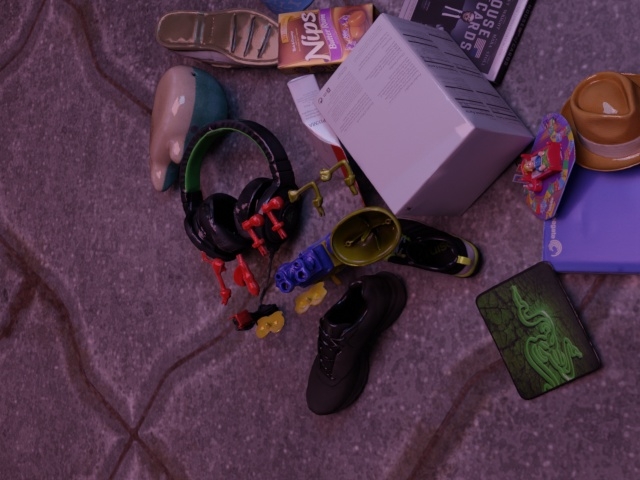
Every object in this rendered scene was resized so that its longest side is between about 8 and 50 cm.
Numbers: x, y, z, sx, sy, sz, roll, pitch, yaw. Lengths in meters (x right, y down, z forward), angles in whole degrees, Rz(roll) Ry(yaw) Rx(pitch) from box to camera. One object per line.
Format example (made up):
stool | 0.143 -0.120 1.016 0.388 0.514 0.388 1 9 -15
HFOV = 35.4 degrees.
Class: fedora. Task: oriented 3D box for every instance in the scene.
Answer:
fedora | 0.439 -0.197 1.520 0.194 0.079 0.194 -18 51 25

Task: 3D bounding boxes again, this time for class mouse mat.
mouse mat | 0.342 0.144 1.595 0.153 0.007 0.189 -33 76 34

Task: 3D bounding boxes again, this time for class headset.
headset | -0.158 -0.032 1.897 0.243 0.185 0.394 -16 91 34

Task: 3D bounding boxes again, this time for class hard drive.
hard drive | 0.494 -0.053 1.515 0.319 0.040 0.210 0 84 36

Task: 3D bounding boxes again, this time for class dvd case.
dvd case | 0.245 -0.391 1.751 0.239 0.029 0.179 28 101 36

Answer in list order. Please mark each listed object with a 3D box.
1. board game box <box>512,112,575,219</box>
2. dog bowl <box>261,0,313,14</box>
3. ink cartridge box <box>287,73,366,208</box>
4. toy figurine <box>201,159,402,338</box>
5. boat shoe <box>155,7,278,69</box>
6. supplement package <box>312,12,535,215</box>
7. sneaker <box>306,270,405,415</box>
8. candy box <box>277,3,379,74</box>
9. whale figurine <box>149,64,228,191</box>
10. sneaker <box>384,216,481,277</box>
board game box | 0.344 -0.116 1.577 0.133 0.033 0.168 -109 27 -54
dog bowl | -0.048 -0.591 1.964 0.166 0.074 0.297 34 104 34
ink cartridge box | 0.018 -0.156 1.785 0.066 0.189 0.232 -18 70 5
toy figurine | 0.000 0.000 1.757 0.362 0.217 0.191 -35 85 27
boat shoe | -0.176 -0.402 2.014 0.302 0.103 0.113 15 88 22
supplement package | 0.168 -0.200 1.658 0.199 0.198 0.262 -49 61 29
sneaker | 0.035 0.178 1.763 0.109 0.130 0.286 31 103 33
candy box | 0.015 -0.373 1.870 0.187 0.053 0.109 -3 82 19
whale figurine | -0.276 -0.225 2.060 0.216 0.141 0.272 -108 33 -48
sneaker | 0.164 0.005 1.712 0.235 0.097 0.084 12 90 37
